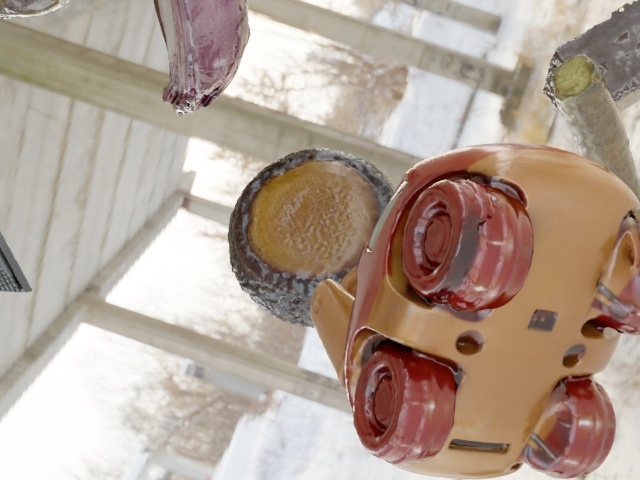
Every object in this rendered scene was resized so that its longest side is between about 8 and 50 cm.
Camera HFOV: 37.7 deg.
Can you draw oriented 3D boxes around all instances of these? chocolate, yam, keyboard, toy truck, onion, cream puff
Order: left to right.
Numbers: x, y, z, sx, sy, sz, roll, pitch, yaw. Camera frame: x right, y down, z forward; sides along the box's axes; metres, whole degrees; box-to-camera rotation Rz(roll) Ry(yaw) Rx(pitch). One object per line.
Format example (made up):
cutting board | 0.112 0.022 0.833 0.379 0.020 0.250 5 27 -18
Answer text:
keyboard | -0.475 0.003 1.320 0.015 0.074 0.196 -63 -31 -43
onion | -0.158 -0.287 1.236 0.283 0.120 0.227 97 155 -46
cream puff | 0.000 0.000 1.206 0.165 0.239 0.239 74 -148 -62
toy truck | 0.100 0.039 0.680 0.239 0.189 0.264 -124 49 -58
yam | 0.343 -0.084 1.098 0.299 0.066 0.066 53 -138 -36
chocolate | 0.434 -0.249 1.182 0.321 0.112 0.112 -32 -17 -13

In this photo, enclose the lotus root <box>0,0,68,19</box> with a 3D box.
lotus root | -0.358 -0.315 1.005 0.169 0.314 0.141 53 -132 -62
